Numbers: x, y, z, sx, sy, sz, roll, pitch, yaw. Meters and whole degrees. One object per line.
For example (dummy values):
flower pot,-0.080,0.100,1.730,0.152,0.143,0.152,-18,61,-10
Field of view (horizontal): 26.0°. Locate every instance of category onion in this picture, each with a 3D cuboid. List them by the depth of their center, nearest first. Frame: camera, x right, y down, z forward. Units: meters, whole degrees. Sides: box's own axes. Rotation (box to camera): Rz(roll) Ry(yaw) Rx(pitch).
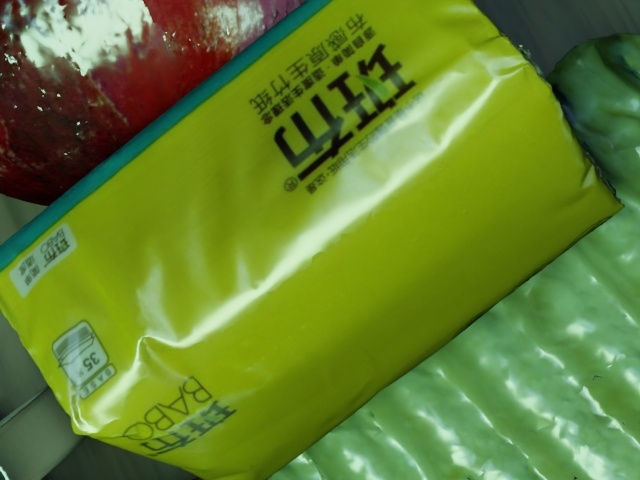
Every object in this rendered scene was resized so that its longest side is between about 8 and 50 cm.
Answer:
onion,-0.109,-0.131,0.777,0.276,0.276,0.276,-1,77,3

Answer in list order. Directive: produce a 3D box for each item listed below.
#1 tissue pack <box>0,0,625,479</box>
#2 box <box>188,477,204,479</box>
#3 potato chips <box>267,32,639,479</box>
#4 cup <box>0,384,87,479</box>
tissue pack,0.000,0.000,0.701,0.271,0.192,0.134,-39,62,8
box,-0.109,0.215,0.696,0.070,0.237,0.152,15,98,29
potato chips,0.129,0.101,0.789,0.373,0.097,0.389,-24,79,16
cup,-0.231,0.167,0.724,0.253,0.200,0.191,-36,94,1
